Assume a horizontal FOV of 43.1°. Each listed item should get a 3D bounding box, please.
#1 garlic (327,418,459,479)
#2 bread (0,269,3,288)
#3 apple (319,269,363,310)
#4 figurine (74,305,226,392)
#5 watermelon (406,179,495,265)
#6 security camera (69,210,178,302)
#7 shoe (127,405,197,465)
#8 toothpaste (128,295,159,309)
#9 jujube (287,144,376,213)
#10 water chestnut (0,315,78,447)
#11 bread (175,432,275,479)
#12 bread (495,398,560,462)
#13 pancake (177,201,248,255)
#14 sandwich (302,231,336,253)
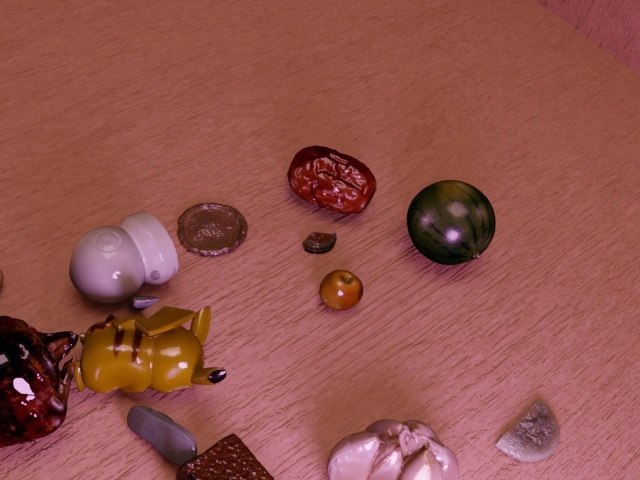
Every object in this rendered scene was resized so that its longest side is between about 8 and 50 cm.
[{"bbox_3d":[0.167,0.471,1.767,0.281,0.203,0.184,17,30,6],"label":"garlic"},{"bbox_3d":[-0.868,0.072,1.923,0.225,0.081,0.134,31,45,15],"label":"bread"},{"bbox_3d":[0.054,0.129,2.087,0.114,0.102,0.099,11,47,-6],"label":"apple"},{"bbox_3d":[-0.383,0.250,1.832,0.327,0.169,0.218,6,41,-12],"label":"figurine"},{"bbox_3d":[0.358,-0.048,2.225,0.242,0.242,0.242,7,49,-8],"label":"watermelon"},{"bbox_3d":[-0.488,0.054,1.961,0.236,0.194,0.194,-30,63,-30],"label":"security camera"},{"bbox_3d":[-0.332,0.415,1.763,0.195,0.079,0.078,22,11,25],"label":"shoe"},{"bbox_3d":[-0.419,0.145,1.890,0.060,0.233,0.038,-6,86,-20],"label":"toothpaste"},{"bbox_3d":[0.031,-0.172,2.294,0.250,0.174,0.174,25,49,11],"label":"jujube"},{"bbox_3d":[-0.648,0.285,1.694,0.244,0.289,0.289,9,40,-50],"label":"water chestnut"},{"bbox_3d":[-0.114,0.593,1.637,0.165,0.113,0.416,-25,58,-37],"label":"bread"},{"bbox_3d":[0.520,0.471,1.957,0.193,0.036,0.112,-33,65,-33],"label":"bread"},{"bbox_3d":[-0.294,-0.034,2.193,0.199,0.021,0.199,6,48,-7],"label":"pancake"},{"bbox_3d":[-0.002,0.003,2.229,0.101,0.026,0.069,0,52,-13],"label":"sandwich"}]
